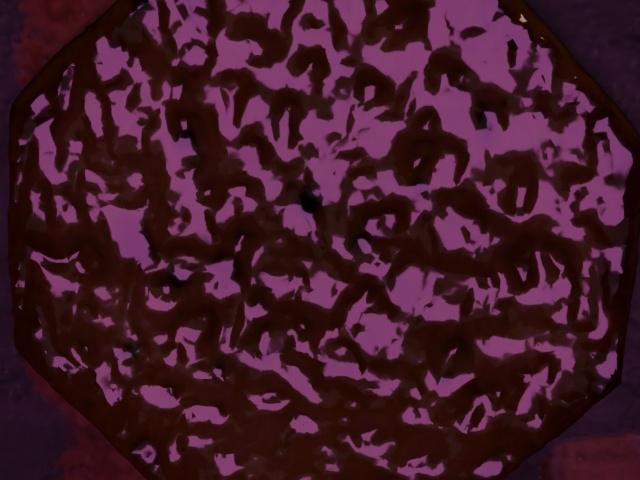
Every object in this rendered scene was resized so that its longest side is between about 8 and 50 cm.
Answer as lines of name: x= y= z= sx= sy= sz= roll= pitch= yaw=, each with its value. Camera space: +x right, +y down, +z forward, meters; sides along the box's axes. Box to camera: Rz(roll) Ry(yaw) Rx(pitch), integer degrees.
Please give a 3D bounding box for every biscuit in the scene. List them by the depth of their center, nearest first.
biscuit: x=0.001 y=0.000 z=0.913 sx=0.359 sy=0.046 sz=0.359 roll=2 pitch=110 yaw=4
